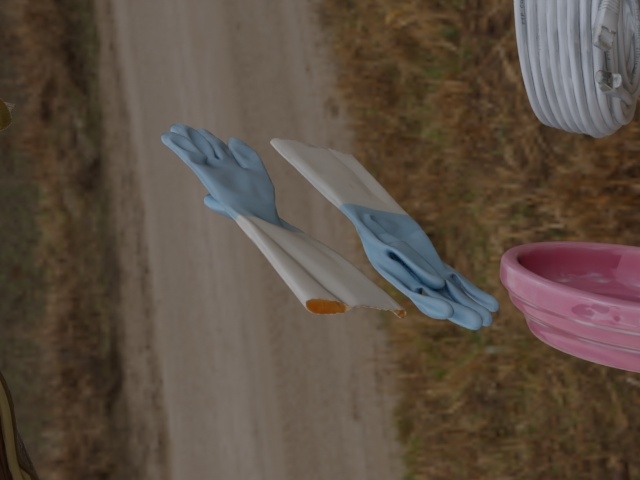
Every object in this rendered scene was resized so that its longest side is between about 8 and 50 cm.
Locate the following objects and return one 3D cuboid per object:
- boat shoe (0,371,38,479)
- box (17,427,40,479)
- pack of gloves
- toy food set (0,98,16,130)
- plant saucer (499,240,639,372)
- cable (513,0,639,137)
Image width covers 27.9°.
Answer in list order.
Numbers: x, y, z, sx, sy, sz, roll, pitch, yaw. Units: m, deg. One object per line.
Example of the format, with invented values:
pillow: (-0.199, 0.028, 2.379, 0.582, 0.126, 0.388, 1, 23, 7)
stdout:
boat shoe: (-0.180, 0.098, 0.603, 0.064, 0.060, 0.178, -7, 114, 24)
box: (-0.235, 0.167, 0.841, 0.175, 0.051, 0.220, -100, -4, -60)
pack of gloves: (0.000, 0.000, 0.870, 0.232, 0.195, 0.046, 48, 117, 43)
toy food set: (-0.265, -0.091, 0.832, 0.192, 0.132, 0.039, -107, 28, -70)
plant saucer: (0.360, 0.076, 1.425, 0.332, 0.332, 0.084, 28, 113, 61)
cable: (0.243, -0.221, 1.171, 0.089, 0.257, 0.257, 0, 73, 20)
